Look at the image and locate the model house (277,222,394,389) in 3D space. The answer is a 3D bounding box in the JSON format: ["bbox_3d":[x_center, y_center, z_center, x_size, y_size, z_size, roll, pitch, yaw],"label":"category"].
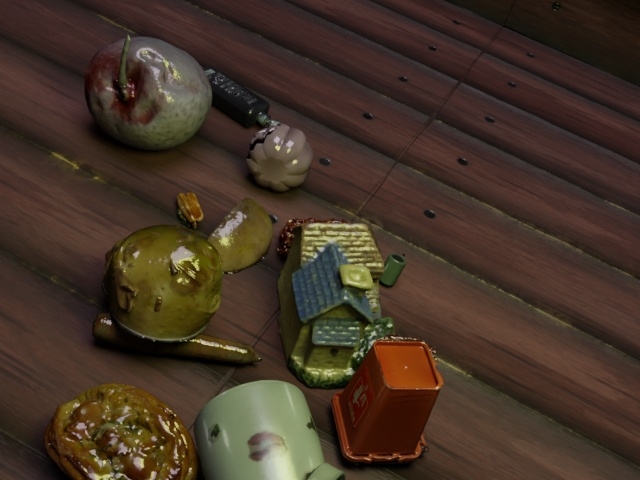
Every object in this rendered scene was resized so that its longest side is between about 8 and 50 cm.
[{"bbox_3d":[0.053,0.110,1.616,0.262,0.266,0.321,2,43,-14],"label":"model house"}]

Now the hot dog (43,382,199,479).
[{"bbox_3d":[-0.342,0.350,1.295,0.272,0.122,0.196,38,54,18],"label":"hot dog"}]

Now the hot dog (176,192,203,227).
[{"bbox_3d":[-0.320,-0.073,1.853,0.057,0.041,0.133,-2,37,-24],"label":"hot dog"}]

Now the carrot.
[{"bbox_3d":[-0.284,0.205,1.529,0.343,0.070,0.070,14,40,-14],"label":"carrot"}]

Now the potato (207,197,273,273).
[{"bbox_3d":[-0.174,-0.020,1.796,0.120,0.100,0.261,27,41,11],"label":"potato"}]

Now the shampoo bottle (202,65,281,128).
[{"bbox_3d":[-0.241,-0.407,2.233,0.310,0.071,0.098,35,41,18],"label":"shampoo bottle"}]

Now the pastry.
[{"bbox_3d":[0.000,-0.002,1.846,0.209,0.097,0.115,0,50,-20],"label":"pastry"}]

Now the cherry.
[{"bbox_3d":[-0.424,-0.379,1.965,0.335,0.291,0.326,-1,24,-43],"label":"cherry"}]

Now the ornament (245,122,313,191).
[{"bbox_3d":[-0.105,-0.221,1.999,0.178,0.177,0.177,11,40,-10],"label":"ornament"}]

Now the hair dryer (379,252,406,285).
[{"bbox_3d":[0.188,0.056,1.894,0.047,0.071,0.150,30,24,7],"label":"hair dryer"}]

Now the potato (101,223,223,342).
[{"bbox_3d":[-0.309,0.050,1.540,0.247,0.196,0.299,12,20,-27],"label":"potato"}]

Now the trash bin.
[{"bbox_3d":[0.142,0.305,1.444,0.185,0.238,0.161,5,42,-18],"label":"trash bin"}]

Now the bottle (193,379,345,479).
[{"bbox_3d":[-0.067,0.422,1.248,0.229,0.229,0.351,-2,44,-24],"label":"bottle"}]
